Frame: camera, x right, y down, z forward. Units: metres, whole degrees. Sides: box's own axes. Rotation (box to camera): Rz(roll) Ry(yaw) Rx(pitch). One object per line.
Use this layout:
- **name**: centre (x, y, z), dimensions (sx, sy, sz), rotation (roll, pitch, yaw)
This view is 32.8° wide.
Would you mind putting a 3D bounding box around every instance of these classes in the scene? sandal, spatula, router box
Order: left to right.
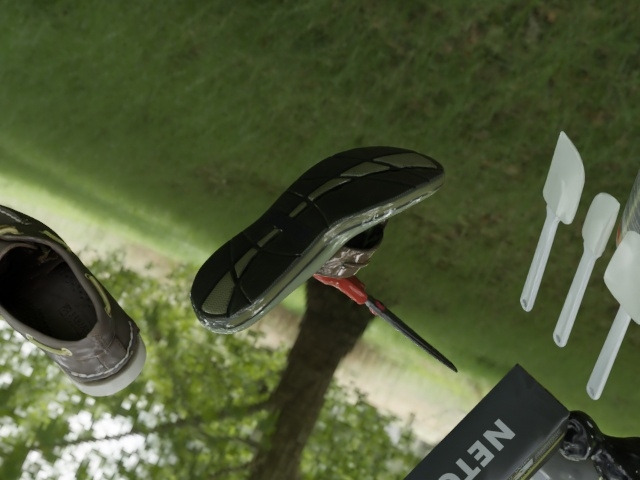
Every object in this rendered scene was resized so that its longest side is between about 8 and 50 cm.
- **sandal**: centre (-0.002, 0.000, 1.134), dimensions (0.120, 0.303, 0.086), rotation (41, 162, 47)
- **router box**: centre (0.145, 0.295, 1.224), dimensions (0.081, 0.309, 0.243), rotation (44, 173, 20)
- **spatula**: centre (0.240, 0.039, 1.002), dimensions (0.168, 0.019, 0.242), rotation (57, 158, 34)

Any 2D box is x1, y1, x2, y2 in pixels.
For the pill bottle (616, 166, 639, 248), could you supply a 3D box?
- **pill bottle**: centre (0.481, -0.079, 1.256), dimensions (0.210, 0.210, 0.363), rotation (23, 150, 16)

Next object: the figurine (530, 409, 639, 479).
- **figurine**: centre (0.330, 0.288, 1.461), dimensions (0.209, 0.092, 0.215), rotation (33, 149, -26)

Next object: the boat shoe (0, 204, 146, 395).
- **boat shoe**: centre (-0.312, 0.037, 1.155), dimensions (0.324, 0.116, 0.097), rotation (38, 161, 31)

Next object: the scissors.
- **scissors**: centre (0.051, 0.071, 1.247), dimensions (0.297, 0.021, 0.109), rotation (45, -167, -6)
